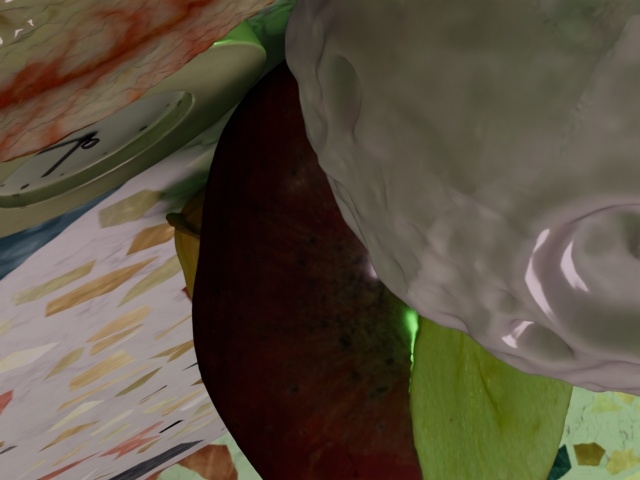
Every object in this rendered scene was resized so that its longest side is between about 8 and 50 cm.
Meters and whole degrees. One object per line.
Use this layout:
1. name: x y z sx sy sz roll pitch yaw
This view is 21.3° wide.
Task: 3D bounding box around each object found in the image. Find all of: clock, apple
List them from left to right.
1. clock: -0.138 -0.064 0.994 0.235 0.029 0.235 -29 172 -4
2. apple: 0.068 0.015 1.145 0.365 0.295 0.329 -37 155 -59

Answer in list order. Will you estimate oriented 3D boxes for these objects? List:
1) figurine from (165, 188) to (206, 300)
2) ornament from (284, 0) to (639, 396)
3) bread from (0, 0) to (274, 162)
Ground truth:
1. figurine: -0.040 0.004 1.365 0.156 0.131 0.246 -66 164 5
2. ornament: 0.151 -0.088 0.756 0.337 0.337 0.337 -30 171 -5
3. bread: -0.087 -0.129 0.544 0.327 0.114 0.295 -36 170 28
